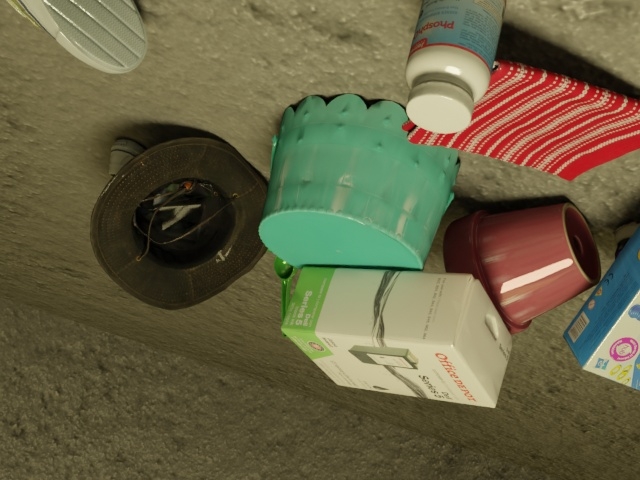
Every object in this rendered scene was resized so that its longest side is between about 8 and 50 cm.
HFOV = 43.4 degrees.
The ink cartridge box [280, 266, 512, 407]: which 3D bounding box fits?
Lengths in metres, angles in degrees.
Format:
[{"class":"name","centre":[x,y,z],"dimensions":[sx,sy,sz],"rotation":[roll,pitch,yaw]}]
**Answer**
[{"class":"ink cartridge box","centre":[0.114,0.137,1.168],"dimensions":[0.273,0.114,0.198],"rotation":[2,148,33]}]

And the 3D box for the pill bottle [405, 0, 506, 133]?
[{"class":"pill bottle","centre":[0.136,-0.195,0.828],"dimensions":[0.087,0.160,0.087],"rotation":[13,156,6]}]

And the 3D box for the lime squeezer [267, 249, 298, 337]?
[{"class":"lime squeezer","centre":[-0.105,0.034,1.595],"dimensions":[0.059,0.110,0.310],"rotation":[11,132,54]}]

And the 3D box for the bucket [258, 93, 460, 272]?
[{"class":"bucket","centre":[0.049,-0.060,1.161],"dimensions":[0.281,0.183,0.281],"rotation":[15,157,6]}]

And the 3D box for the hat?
[{"class":"hat","centre":[-0.247,-0.047,1.378],"dimensions":[0.331,0.331,0.134],"rotation":[38,-174,-42]}]

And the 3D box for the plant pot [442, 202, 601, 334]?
[{"class":"plant pot","centre":[0.314,0.032,1.222],"dimensions":[0.180,0.201,0.201],"rotation":[-22,139,33]}]

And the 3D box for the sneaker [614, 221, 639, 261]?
[{"class":"sneaker","centre":[0.576,0.072,1.177],"dimensions":[0.293,0.146,0.102],"rotation":[9,156,15]}]

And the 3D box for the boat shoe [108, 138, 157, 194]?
[{"class":"boat shoe","centre":[-0.310,-0.092,1.452],"dimensions":[0.083,0.075,0.226],"rotation":[0,153,32]}]

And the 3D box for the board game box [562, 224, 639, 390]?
[{"class":"board game box","centre":[0.539,0.081,1.067],"dimensions":[0.302,0.086,0.308],"rotation":[21,114,-13]}]

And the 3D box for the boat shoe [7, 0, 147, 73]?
[{"class":"boat shoe","centre":[-0.332,-0.317,0.950],"dimensions":[0.094,0.109,0.302],"rotation":[12,153,50]}]

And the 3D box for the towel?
[{"class":"towel","centre":[0.264,-0.136,0.968],"dimensions":[0.275,0.031,0.199],"rotation":[10,161,-26]}]
